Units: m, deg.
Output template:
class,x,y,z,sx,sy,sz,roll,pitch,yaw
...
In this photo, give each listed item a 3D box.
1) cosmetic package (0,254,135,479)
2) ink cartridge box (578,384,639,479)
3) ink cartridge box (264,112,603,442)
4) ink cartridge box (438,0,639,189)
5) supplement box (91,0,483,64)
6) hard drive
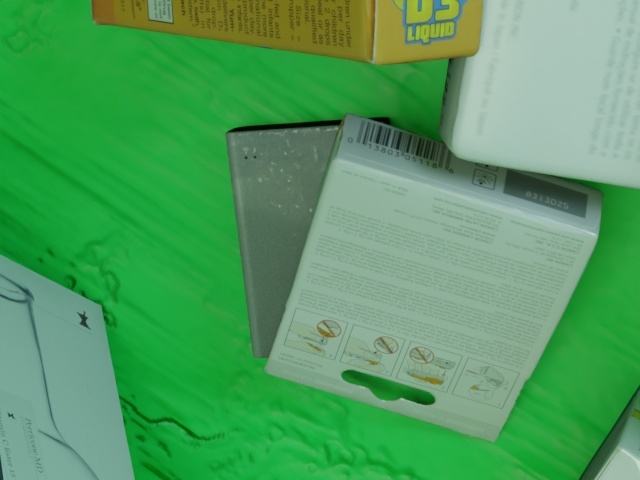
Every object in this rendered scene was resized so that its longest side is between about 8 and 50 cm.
class,x,y,z,sx,sy,sz,roll,pitch,yaw
cosmetic package,-0.248,0.095,0.886,0.097,0.377,0.284,-38,47,21
ink cartridge box,0.178,0.148,0.931,0.092,0.143,0.090,33,111,9
ink cartridge box,0.059,0.025,0.973,0.145,0.045,0.179,17,137,-2
ink cartridge box,0.273,-0.165,0.877,0.385,0.091,0.308,9,106,-1
supplement box,-0.024,-0.138,0.908,0.233,0.078,0.080,13,108,48
hard drive,0.000,0.000,1.019,0.094,0.022,0.135,-3,102,18
